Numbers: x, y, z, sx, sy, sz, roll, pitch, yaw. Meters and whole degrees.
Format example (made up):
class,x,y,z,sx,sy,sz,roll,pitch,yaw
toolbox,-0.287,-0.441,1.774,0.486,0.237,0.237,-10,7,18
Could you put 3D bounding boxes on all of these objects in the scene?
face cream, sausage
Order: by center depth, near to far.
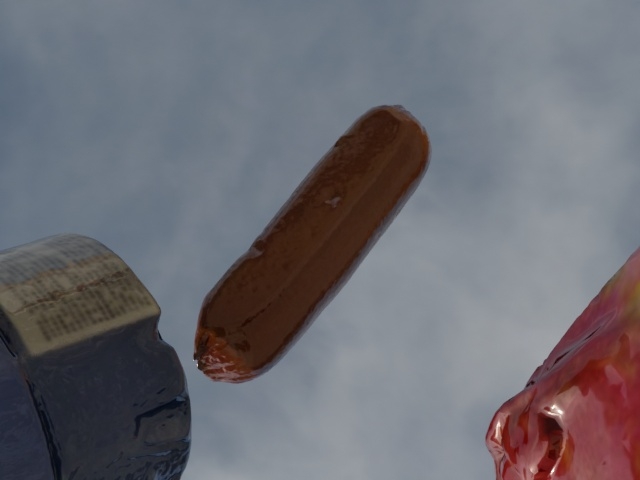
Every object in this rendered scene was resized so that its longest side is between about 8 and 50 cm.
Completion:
class,x,y,z,sx,sy,sz,roll,pitch,yaw
face cream,-0.251,0.134,1.148,0.225,0.249,0.249,-22,-76,-37
sausage,0.000,0.000,1.402,0.348,0.094,0.097,-53,-37,-24

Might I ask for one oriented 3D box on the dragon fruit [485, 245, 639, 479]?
class,x,y,z,sx,sy,sz,roll,pitch,yaw
dragon fruit,0.252,0.137,0.466,0.386,0.371,0.249,4,-133,-4
